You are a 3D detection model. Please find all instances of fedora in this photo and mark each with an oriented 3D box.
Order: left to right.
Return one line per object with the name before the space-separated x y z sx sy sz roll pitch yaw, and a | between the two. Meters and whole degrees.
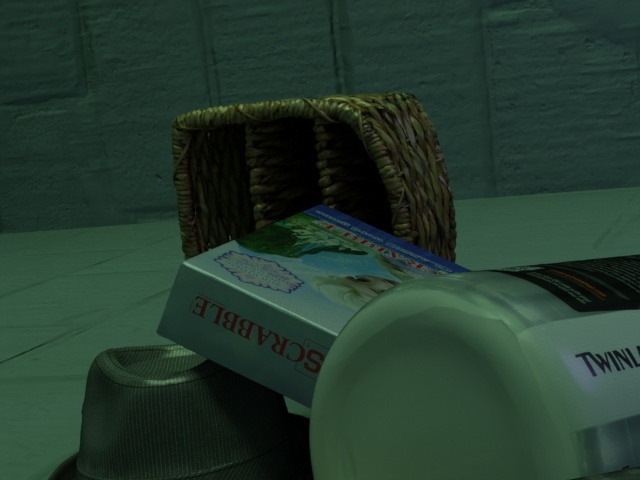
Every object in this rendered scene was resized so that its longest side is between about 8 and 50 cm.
fedora | -0.109 0.142 1.010 0.243 0.124 0.275 -6 7 7

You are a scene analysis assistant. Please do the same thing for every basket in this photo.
basket | 0.000 0.000 1.321 0.213 0.299 0.223 3 10 45

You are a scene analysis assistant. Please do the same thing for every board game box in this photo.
board game box | 0.078 0.079 1.030 0.318 0.066 0.318 24 16 13

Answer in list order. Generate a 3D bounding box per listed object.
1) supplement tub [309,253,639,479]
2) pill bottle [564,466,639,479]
supplement tub | 0.165 0.105 0.715 0.316 0.194 0.193 -5 4 -42
pill bottle | 0.068 0.171 0.348 0.360 0.204 0.204 -9 8 -10
